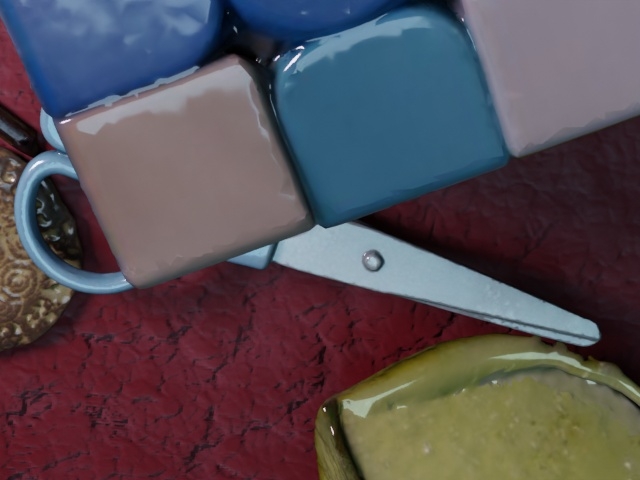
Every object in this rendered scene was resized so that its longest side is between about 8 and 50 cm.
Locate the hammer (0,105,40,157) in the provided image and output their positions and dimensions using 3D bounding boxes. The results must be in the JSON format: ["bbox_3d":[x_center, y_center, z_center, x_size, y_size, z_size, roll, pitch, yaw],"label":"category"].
[{"bbox_3d":[-0.266,-0.118,1.251,0.178,0.021,0.065,40,109,-22],"label":"hammer"}]

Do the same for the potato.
[{"bbox_3d":[0.162,0.237,1.379,0.280,0.213,0.330,-20,82,-10],"label":"potato"}]

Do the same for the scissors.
[{"bbox_3d":[0.000,0.000,1.283,0.447,0.029,0.193,19,105,-5],"label":"scissors"}]

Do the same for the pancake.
[{"bbox_3d":[-0.278,0.006,1.319,0.199,0.021,0.199,-1,119,-2],"label":"pancake"}]

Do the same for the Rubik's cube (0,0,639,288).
[{"bbox_3d":[-0.018,-0.235,1.005,0.344,0.347,0.347,-20,119,2],"label":"Rubik's cube"}]
